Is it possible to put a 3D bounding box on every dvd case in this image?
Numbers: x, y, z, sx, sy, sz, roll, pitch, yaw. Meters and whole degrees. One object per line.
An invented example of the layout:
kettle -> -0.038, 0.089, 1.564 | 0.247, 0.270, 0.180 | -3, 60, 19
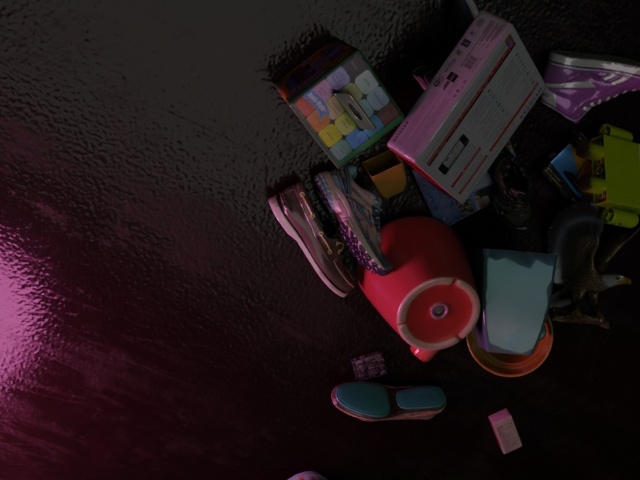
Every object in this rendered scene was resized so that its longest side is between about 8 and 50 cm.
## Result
dvd case -> 0.359, -0.156, 1.838 | 0.253, 0.022, 0.180 | -28, 113, 1

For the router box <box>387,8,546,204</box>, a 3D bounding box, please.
router box -> 0.324, -0.271, 1.645 | 0.335, 0.082, 0.301 | -55, 148, 4

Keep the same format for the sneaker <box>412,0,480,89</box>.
sneaker -> 0.277, -0.425, 1.679 | 0.163, 0.086, 0.226 | -20, 115, -6

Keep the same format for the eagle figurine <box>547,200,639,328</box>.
eagle figurine -> 0.681, 0.066, 1.911 | 0.225, 0.226, 0.298 | 6, 86, 21

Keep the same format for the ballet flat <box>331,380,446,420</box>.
ballet flat -> 0.172, 0.433, 1.994 | 0.316, 0.108, 0.106 | 6, 144, -13

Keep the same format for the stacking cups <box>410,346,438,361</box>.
stacking cups -> 0.353, 0.176, 1.940 | 0.096, 0.096, 0.316 | 33, 107, -21

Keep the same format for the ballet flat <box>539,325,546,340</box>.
ballet flat -> 0.452, 0.195, 1.875 | 0.203, 0.074, 0.074 | 21, 107, 3

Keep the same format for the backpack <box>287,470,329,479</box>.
backpack -> -0.026, 0.735, 2.022 | 0.225, 0.191, 0.253 | -44, 120, 5

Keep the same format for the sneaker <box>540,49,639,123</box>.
sneaker -> 0.650, -0.349, 1.783 | 0.282, 0.102, 0.161 | 6, 114, -2

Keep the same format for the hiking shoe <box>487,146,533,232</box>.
hiking shoe -> 0.455, -0.106, 1.800 | 0.086, 0.114, 0.227 | -26, 113, 0

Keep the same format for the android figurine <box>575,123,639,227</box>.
android figurine -> 0.722, -0.154, 1.825 | 0.272, 0.056, 0.248 | 7, 76, -28

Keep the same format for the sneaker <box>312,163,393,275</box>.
sneaker -> 0.098, -0.055, 1.724 | 0.122, 0.110, 0.283 | -29, 77, -9

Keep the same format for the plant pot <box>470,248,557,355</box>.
plant pot -> 0.435, 0.141, 1.771 | 0.165, 0.166, 0.234 | 5, 90, 1

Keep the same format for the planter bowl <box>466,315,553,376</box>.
planter bowl -> 0.489, 0.239, 1.959 | 0.217, 0.090, 0.217 | -3, 82, 22

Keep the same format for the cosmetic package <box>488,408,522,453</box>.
cosmetic package -> 0.515, 0.532, 2.130 | 0.060, 0.041, 0.115 | -23, 114, -1

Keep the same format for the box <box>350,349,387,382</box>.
box -> 0.126, 0.327, 1.984 | 0.083, 0.018, 0.067 | -18, 113, -4

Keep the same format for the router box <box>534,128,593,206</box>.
router box -> 0.632, -0.164, 1.874 | 0.179, 0.046, 0.133 | 41, 99, -22

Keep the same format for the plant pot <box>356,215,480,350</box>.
plant pot -> 0.242, 0.110, 1.786 | 0.274, 0.243, 0.275 | -4, 117, -8

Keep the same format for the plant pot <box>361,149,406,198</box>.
plant pot -> 0.154, -0.147, 1.772 | 0.081, 0.081, 0.083 | -25, 124, -1

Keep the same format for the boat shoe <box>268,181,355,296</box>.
boat shoe -> 0.000, 0.002, 1.782 | 0.091, 0.109, 0.305 | -33, 110, 8

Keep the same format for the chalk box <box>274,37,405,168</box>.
chalk box -> 0.040, -0.282, 1.578 | 0.179, 0.289, 0.180 | -37, 113, 5
